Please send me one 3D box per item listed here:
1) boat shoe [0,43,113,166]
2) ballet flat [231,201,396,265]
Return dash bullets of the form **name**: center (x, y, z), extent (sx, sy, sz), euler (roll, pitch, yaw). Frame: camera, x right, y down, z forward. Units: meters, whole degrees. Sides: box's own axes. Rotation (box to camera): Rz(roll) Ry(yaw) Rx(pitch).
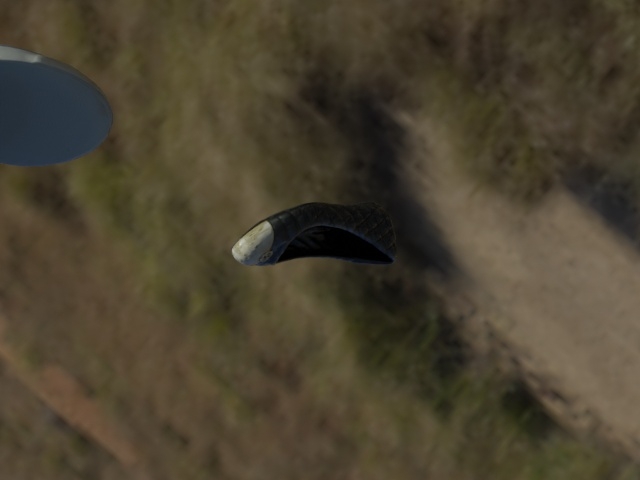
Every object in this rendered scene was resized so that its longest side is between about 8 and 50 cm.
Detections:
- **boat shoe**: center (-0.242, -0.111, 1.214), extent (0.227, 0.079, 0.081), euler (12, -149, -32)
- **ballet flat**: center (0.000, 0.000, 1.498), extent (0.057, 0.173, 0.049), euler (-44, 65, 39)
